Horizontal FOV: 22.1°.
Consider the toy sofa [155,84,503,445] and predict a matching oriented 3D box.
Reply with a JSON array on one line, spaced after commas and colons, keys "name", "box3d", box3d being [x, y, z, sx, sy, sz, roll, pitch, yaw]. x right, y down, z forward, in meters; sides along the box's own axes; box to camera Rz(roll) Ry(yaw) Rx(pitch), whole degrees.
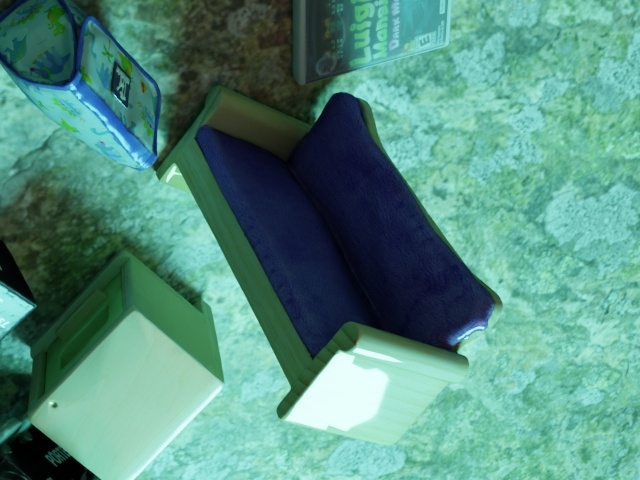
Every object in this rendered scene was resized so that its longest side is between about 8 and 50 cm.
[{"name": "toy sofa", "box3d": [0.000, 0.000, 1.528, 0.150, 0.362, 0.177, 19, 120, -41]}]

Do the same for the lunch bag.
[{"name": "lunch bag", "box3d": [-0.208, -0.138, 1.427, 0.096, 0.151, 0.129, -40, 136, 3]}]

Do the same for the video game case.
[{"name": "video game case", "box3d": [0.053, -0.253, 1.595, 0.173, 0.022, 0.190, -17, 133, -20]}]

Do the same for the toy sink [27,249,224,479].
[{"name": "toy sink", "box3d": [-0.199, 0.114, 1.640, 0.131, 0.234, 0.153, 42, 99, -17]}]

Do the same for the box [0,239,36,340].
[{"name": "box", "box3d": [-0.395, 0.066, 1.507, 0.207, 0.108, 0.153, -42, 137, 5]}]

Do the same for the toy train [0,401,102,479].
[{"name": "toy train", "box3d": [-0.305, 0.267, 1.619, 0.190, 0.142, 0.334, -50, 180, 3]}]
